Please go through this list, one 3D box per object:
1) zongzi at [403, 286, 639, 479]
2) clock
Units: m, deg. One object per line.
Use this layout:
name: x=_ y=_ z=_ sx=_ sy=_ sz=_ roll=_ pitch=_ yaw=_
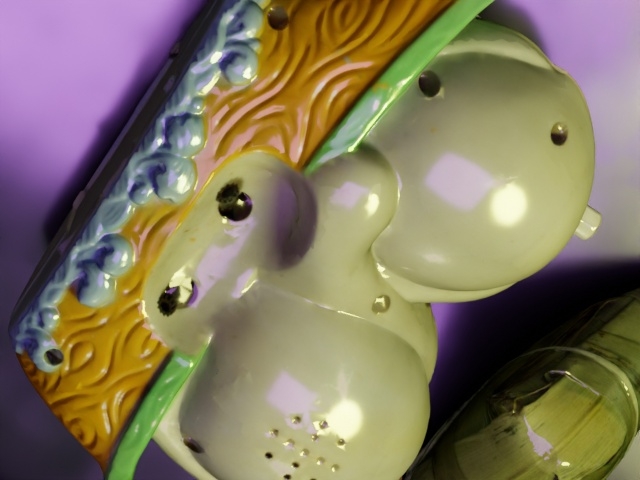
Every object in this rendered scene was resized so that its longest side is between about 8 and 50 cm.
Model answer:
zongzi: x=0.082 y=0.059 z=0.679 sx=0.052 sy=0.113 sz=0.104 roll=45 pitch=142 yaw=1
clock: x=0.000 y=0.000 z=0.618 sx=0.144 sy=0.103 sz=0.231 roll=31 pitch=107 yaw=-13
